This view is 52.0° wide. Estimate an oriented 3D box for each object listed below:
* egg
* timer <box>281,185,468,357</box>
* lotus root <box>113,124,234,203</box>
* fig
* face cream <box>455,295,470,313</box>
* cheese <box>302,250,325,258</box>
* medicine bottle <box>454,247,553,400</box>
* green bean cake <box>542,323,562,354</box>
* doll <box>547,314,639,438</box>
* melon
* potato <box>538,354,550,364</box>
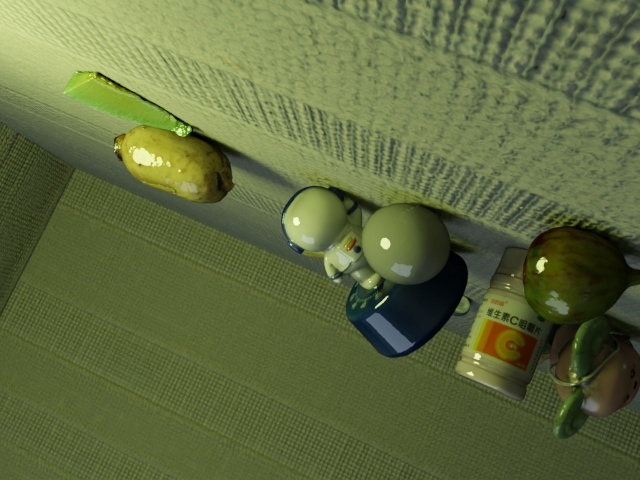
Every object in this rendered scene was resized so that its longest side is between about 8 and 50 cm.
[{"bbox_3d":[0.149,0.004,1.184,0.146,0.146,0.198,28,180,-30],"label":"egg"},{"bbox_3d":[0.086,0.032,1.371,0.383,0.270,0.270,40,169,-13],"label":"timer"},{"bbox_3d":[-0.322,-0.174,1.436,0.284,0.146,0.160,17,164,11],"label":"lotus root"},{"bbox_3d":[0.408,0.048,0.909,0.245,0.149,0.149,1,165,18],"label":"fig"},{"bbox_3d":[0.440,0.211,2.116,0.084,0.057,0.198,24,175,9],"label":"face cream"},{"bbox_3d":[0.000,0.000,1.880,0.123,0.094,0.167,41,161,-33],"label":"cheese"},{"bbox_3d":[0.348,0.150,1.186,0.133,0.250,0.133,25,172,4],"label":"medicine bottle"},{"bbox_3d":[0.550,0.232,1.747,0.183,0.094,0.185,24,173,3],"label":"green bean cake"},{"bbox_3d":[0.582,0.288,1.456,0.216,0.284,0.268,18,-164,40],"label":"doll"},{"bbox_3d":[-0.381,-0.281,1.331,0.261,0.053,0.114,22,155,-16],"label":"melon"},{"bbox_3d":[0.584,0.287,1.909,0.234,0.128,0.161,35,167,-35],"label":"potato"}]
